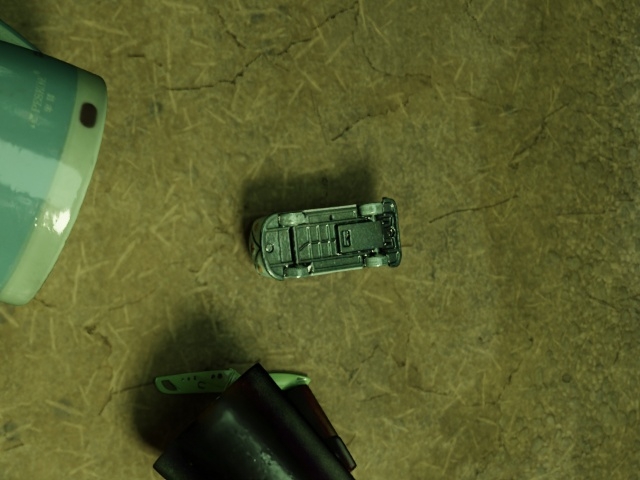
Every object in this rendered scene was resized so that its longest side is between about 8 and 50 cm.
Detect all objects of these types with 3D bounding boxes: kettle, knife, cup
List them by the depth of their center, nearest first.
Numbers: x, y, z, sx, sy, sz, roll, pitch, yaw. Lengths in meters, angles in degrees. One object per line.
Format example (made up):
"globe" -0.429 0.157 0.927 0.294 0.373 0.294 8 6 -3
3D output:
"kettle" -0.409 -0.132 1.302 0.342 0.247 0.319 20 49 -21
"cup" -0.045 0.236 1.499 0.177 0.166 0.239 45 54 5
"knife" -0.102 0.168 1.581 0.207 0.014 0.030 1 92 -30

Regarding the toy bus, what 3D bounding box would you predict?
"toy bus" 0.000 0.000 1.596 0.193 0.089 0.087 -8 93 -30
